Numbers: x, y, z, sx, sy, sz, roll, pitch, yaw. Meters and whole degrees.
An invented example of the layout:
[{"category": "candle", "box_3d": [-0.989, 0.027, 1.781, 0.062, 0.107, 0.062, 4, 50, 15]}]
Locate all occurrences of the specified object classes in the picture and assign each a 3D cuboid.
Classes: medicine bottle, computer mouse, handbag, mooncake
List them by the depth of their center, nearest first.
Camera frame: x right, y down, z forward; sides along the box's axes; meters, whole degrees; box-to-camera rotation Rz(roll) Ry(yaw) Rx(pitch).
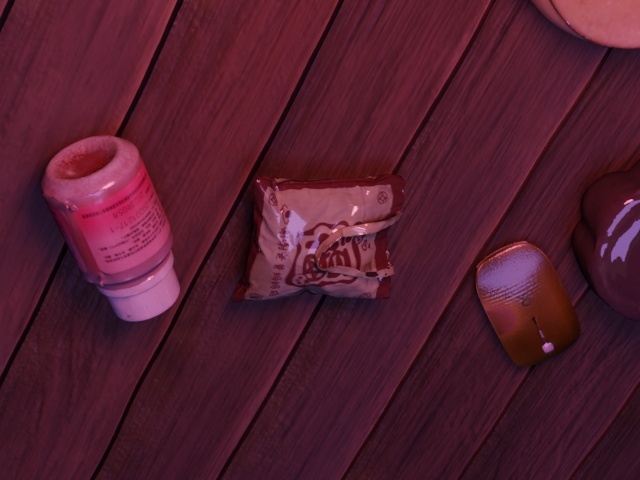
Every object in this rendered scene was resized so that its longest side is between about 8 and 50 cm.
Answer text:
[{"category": "medicine bottle", "box_3d": [-0.277, -0.013, 1.915, 0.147, 0.147, 0.247, -20, 126, -1]}, {"category": "handbag", "box_3d": [0.000, 0.000, 2.002, 0.235, 0.127, 0.213, 0, 121, -16]}, {"category": "mooncake", "box_3d": [0.498, -0.004, 2.119, 0.245, 0.133, 0.245, -6, 124, -10]}, {"category": "computer mouse", "box_3d": [0.326, 0.107, 2.199, 0.126, 0.056, 0.245, -26, 126, 4]}]

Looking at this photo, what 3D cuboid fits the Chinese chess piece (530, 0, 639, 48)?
[{"category": "Chinese chess piece", "box_3d": [0.412, -0.413, 1.829, 0.338, 0.140, 0.338, -6, 125, -9]}]
